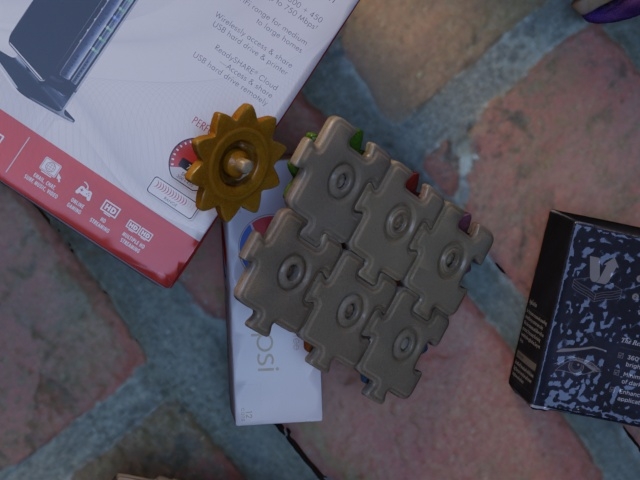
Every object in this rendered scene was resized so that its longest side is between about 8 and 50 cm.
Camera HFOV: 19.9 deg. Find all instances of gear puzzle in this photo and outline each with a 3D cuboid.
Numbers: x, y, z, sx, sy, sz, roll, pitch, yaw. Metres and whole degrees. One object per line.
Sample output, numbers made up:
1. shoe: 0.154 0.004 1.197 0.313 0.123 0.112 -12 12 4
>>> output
1. gear puzzle: 0.000 0.000 1.404 0.339 0.044 0.175 34 82 -46

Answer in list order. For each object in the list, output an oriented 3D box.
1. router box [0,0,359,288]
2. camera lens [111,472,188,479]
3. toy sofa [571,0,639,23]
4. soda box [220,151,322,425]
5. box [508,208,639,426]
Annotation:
1. router box: -0.174 -0.179 1.368 0.335 0.082 0.301 33 85 -9
2. camera lens: -0.057 0.315 1.430 0.274 0.219 0.219 18 94 -9
3. toy sofa: 0.343 -0.197 1.351 0.150 0.362 0.177 44 83 -9
4. soda box: -0.041 0.038 1.478 0.074 0.069 0.216 -3 96 -7
5. box: 0.255 0.069 1.504 0.156 0.093 0.158 12 96 -8
